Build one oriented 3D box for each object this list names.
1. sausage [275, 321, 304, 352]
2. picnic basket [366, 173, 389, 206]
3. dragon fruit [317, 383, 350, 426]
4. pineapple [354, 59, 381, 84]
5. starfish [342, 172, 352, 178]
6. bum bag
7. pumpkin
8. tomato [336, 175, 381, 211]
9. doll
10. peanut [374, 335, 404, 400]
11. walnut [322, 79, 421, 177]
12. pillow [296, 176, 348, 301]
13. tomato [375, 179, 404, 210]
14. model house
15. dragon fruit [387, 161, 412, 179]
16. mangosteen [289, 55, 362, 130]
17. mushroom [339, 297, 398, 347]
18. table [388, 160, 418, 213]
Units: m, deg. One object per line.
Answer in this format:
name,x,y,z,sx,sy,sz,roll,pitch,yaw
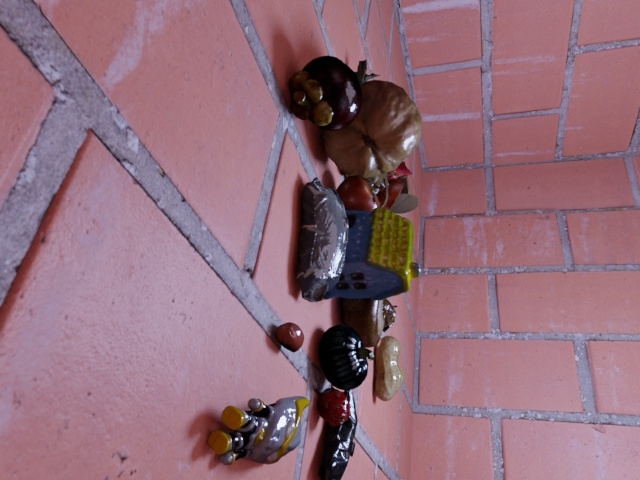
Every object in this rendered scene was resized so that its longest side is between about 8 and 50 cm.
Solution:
sausage,-0.070,0.224,1.233,0.054,0.059,0.094,-60,153,-20
picnic basket,0.201,-0.203,2.024,0.137,0.128,0.179,-2,80,-52
dragon fruit,0.032,0.464,1.527,0.190,0.094,0.094,-122,-155,-76
pineapple,0.146,-0.538,1.908,0.119,0.130,0.277,87,11,-48
starfish,0.119,-0.291,1.871,0.146,0.074,0.190,58,34,-60
bum bag,0.061,0.575,1.555,0.340,0.095,0.144,-69,170,-49
pumpkin,0.067,0.339,1.535,0.194,0.150,0.194,166,-90,-78
tomato,0.110,-0.127,1.699,0.167,0.167,0.167,-2,90,-73
doll,-0.107,0.372,1.040,0.316,0.103,0.146,41,53,-59
peanut,0.294,0.543,2.244,0.111,0.125,0.275,42,49,-66
walnut,0.158,-0.350,1.629,0.344,0.306,0.306,-81,162,-58
pillow,0.000,0.000,1.416,0.161,0.092,0.335,19,70,-42
tomato,0.264,-0.168,2.198,0.225,0.085,0.225,-59,177,-6
model house,0.151,0.045,1.592,0.215,0.303,0.237,79,18,-45
dragon fruit,0.227,-0.336,2.169,0.211,0.134,0.262,-24,82,-54
mangosteen,0.004,-0.376,1.379,0.230,0.194,0.194,-35,126,-38
mushroom,0.157,0.219,1.803,0.278,0.163,0.297,55,35,-46
table,0.397,-0.275,2.660,0.167,0.167,0.227,60,24,-56
